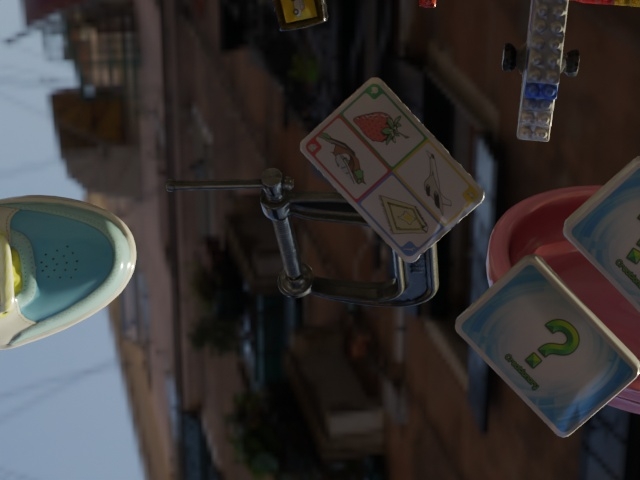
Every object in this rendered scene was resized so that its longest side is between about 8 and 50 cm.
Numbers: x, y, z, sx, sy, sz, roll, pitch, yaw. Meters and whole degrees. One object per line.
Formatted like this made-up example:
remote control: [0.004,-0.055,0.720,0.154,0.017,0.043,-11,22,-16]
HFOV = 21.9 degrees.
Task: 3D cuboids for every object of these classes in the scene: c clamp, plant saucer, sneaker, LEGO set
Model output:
c clamp: [0.000,0.000,0.932,0.137,0.161,0.022,0,-117,12]
plant saucer: [0.318,0.064,1.598,0.332,0.084,0.332,8,-148,-5]
sneaker: [-0.294,0.042,1.251,0.319,0.127,0.208,-10,-173,-8]
LEGO set: [0.094,-0.051,0.717,0.182,0.244,0.060,-42,-173,11]
